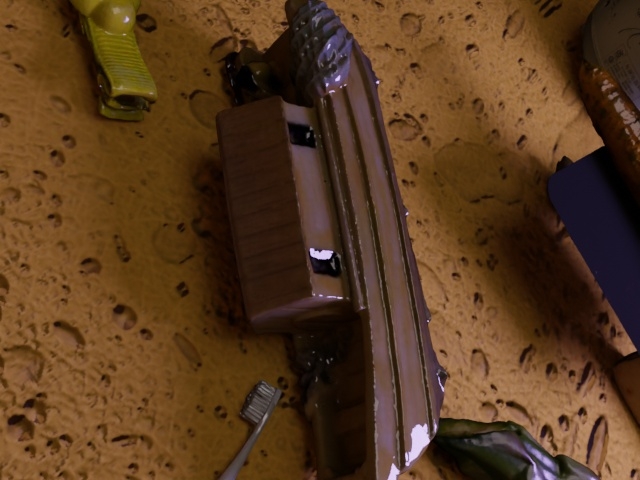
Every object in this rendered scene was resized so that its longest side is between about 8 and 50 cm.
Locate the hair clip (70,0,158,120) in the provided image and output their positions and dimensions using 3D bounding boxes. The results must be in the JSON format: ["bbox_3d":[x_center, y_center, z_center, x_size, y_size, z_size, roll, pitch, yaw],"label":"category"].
[{"bbox_3d":[-0.186,-0.189,0.876,0.072,0.046,0.173,3,63,-38],"label":"hair clip"}]

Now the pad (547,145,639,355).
[{"bbox_3d":[0.259,0.060,0.991,0.323,0.055,0.250,-28,88,-27],"label":"pad"}]

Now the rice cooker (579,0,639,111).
[{"bbox_3d":[0.483,-0.252,1.211,0.264,0.316,0.316,-32,86,-41],"label":"rice cooker"}]

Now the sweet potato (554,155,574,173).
[{"bbox_3d":[0.396,0.000,1.150,0.310,0.098,0.124,46,70,-8],"label":"sweet potato"}]

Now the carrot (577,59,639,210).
[{"bbox_3d":[0.349,-0.051,1.046,0.066,0.066,0.314,-27,84,-41],"label":"carrot"}]

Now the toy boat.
[{"bbox_3d":[0.000,0.000,0.846,0.162,0.136,0.445,4,65,-38],"label":"toy boat"}]

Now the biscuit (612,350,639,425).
[{"bbox_3d":[0.377,0.200,1.055,0.052,0.056,0.188,-22,79,-40],"label":"biscuit"}]

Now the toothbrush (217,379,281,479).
[{"bbox_3d":[-0.086,0.208,0.751,0.024,0.018,0.257,35,51,-11],"label":"toothbrush"}]

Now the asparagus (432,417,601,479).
[{"bbox_3d":[0.224,0.235,0.915,0.287,0.080,0.080,40,50,-12],"label":"asparagus"}]
